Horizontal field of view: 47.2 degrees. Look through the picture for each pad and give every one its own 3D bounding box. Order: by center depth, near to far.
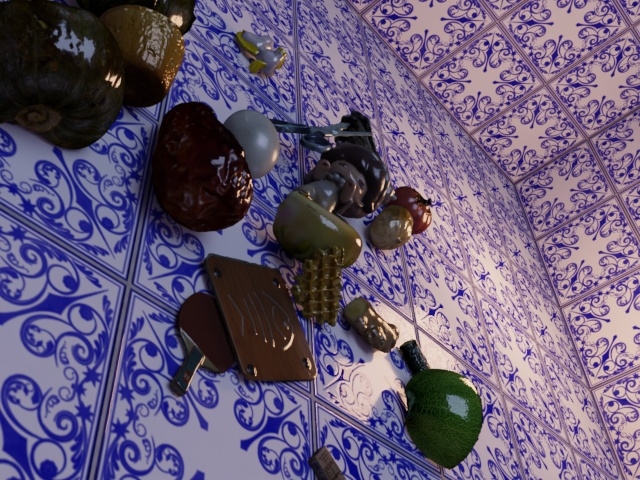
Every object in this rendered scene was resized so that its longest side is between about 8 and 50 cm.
[{"bbox_3d":[-0.123,0.170,1.578,0.284,0.018,0.286,17,46,-57],"label":"pad"}]

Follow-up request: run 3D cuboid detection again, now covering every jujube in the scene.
[{"bbox_3d":[-0.257,-0.167,1.555,0.216,0.216,0.342,35,25,-38],"label":"jujube"}]

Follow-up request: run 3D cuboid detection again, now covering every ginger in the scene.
[{"bbox_3d":[0.144,0.235,1.921,0.213,0.074,0.137,45,27,-35],"label":"ginger"}]

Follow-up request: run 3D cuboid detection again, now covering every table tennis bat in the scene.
[{"bbox_3d":[-0.222,0.197,1.379,0.154,0.021,0.274,50,24,-15],"label":"table tennis bat"}]

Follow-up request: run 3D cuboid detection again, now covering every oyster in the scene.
[{"bbox_3d":[0.139,-0.288,2.390,0.112,0.198,0.267,-24,118,-26],"label":"oyster"}]

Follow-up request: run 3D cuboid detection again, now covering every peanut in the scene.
[{"bbox_3d":[0.231,-0.043,2.327,0.129,0.129,0.224,53,28,-6],"label":"peanut"}]

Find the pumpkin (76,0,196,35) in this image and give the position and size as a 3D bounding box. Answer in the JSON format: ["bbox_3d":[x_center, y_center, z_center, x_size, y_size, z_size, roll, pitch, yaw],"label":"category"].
[{"bbox_3d":[-0.436,-0.581,1.696,0.320,0.192,0.320,42,23,-23],"label":"pumpkin"}]

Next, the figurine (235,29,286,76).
[{"bbox_3d":[-0.190,-0.596,2.287,0.130,0.109,0.178,-14,67,-40],"label":"figurine"}]

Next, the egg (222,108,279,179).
[{"bbox_3d":[-0.178,-0.243,1.815,0.151,0.151,0.209,34,31,-39],"label":"egg"}]

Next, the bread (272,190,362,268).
[{"bbox_3d":[-0.007,-0.004,1.781,0.261,0.158,0.156,34,5,-19],"label":"bread"}]

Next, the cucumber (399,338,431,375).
[{"bbox_3d":[0.282,0.363,2.032,0.187,0.058,0.058,61,26,12],"label":"cucumber"}]

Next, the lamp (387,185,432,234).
[{"bbox_3d":[0.316,-0.110,2.540,0.182,0.140,0.182,40,26,-25],"label":"lamp"}]

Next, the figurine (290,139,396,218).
[{"bbox_3d":[0.053,-0.145,2.081,0.248,0.203,0.381,43,38,10],"label":"figurine"}]

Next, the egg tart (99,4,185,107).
[{"bbox_3d":[-0.399,-0.384,1.580,0.203,0.203,0.147,34,48,-39],"label":"egg tart"}]

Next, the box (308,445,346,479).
[{"bbox_3d":[0.014,0.463,1.477,0.083,0.024,0.053,56,25,2],"label":"box"}]

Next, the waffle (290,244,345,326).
[{"bbox_3d":[0.016,0.104,1.726,0.161,0.192,0.046,32,8,-24],"label":"waffle"}]

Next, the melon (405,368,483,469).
[{"bbox_3d":[0.313,0.429,1.873,0.169,0.129,0.265,24,52,-30],"label":"melon"}]

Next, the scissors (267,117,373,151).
[{"bbox_3d":[0.014,-0.316,2.143,0.256,0.029,0.383,29,25,33],"label":"scissors"}]

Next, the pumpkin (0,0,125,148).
[{"bbox_3d":[-0.476,-0.326,1.311,0.325,0.232,0.242,17,43,-58],"label":"pumpkin"}]
